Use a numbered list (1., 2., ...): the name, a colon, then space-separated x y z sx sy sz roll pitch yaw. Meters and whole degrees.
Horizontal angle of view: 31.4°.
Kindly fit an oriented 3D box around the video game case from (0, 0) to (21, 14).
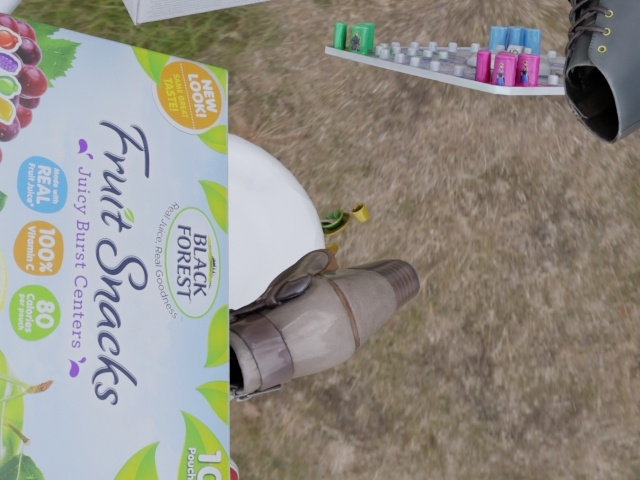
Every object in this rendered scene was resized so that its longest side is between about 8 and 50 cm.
1. video game case: -0.357 -0.203 0.733 0.300 0.036 0.329 39 87 -13

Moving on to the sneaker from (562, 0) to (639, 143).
1. sneaker: 0.220 -0.190 0.877 0.118 0.083 0.222 -26 85 -25

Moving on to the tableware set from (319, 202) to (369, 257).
1. tableware set: 0.000 0.000 1.545 0.154 0.104 0.024 -38 116 -9

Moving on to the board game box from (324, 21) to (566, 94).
1. board game box: 0.270 -0.262 1.612 0.390 0.390 0.050 -6 109 -34

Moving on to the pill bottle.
1. pill bottle: -0.146 0.059 1.117 0.224 0.392 0.224 4 72 -14

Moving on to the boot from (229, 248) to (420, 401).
1. boot: -0.021 0.034 0.424 0.118 0.087 0.042 -26 88 57

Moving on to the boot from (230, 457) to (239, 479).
1. boot: -0.184 0.319 1.163 0.244 0.176 0.088 -20 131 -8

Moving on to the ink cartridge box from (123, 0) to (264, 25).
1. ink cartridge box: -0.122 -0.422 1.371 0.309 0.130 0.272 -15 62 -25

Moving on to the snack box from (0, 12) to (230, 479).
1. snack box: -0.078 0.007 0.341 0.037 0.100 0.141 -24 62 51

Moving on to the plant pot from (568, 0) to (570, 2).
1. plant pot: 0.451 -0.319 1.397 0.188 0.167 0.187 -42 91 -17
